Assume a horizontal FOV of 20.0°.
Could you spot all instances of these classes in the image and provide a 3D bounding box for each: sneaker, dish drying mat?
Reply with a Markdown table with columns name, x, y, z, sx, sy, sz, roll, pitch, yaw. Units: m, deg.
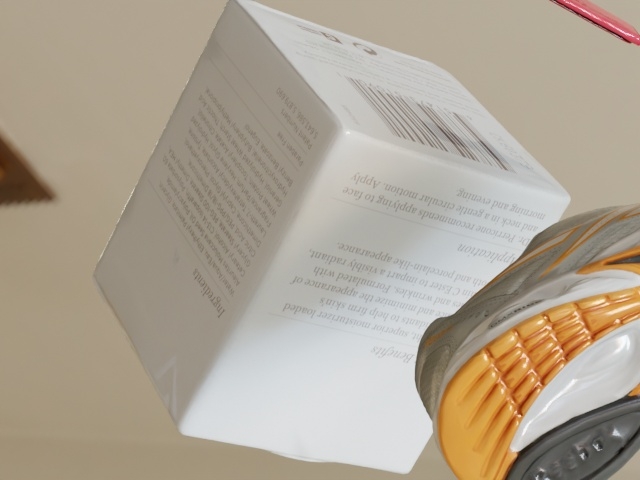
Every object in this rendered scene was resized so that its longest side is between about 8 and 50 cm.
| name | x | y | z | sx | sy | sz | roll | pitch | yaw |
| --- | --- | --- | --- | --- | --- | --- | --- | --- | --- |
| sneaker | 0.150 | 0.007 | 0.762 | 0.262 | 0.099 | 0.121 | -26 | -161 | -6 |
| dish drying mat | 0.150 | -0.138 | 1.061 | 0.008 | 0.083 | 0.032 | -57 | -158 | 22 |

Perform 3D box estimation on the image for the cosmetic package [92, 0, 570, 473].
| name | x | y | z | sx | sy | sz | roll | pitch | yaw |
| --- | --- | --- | --- | --- | --- | --- | --- | --- | --- |
| cosmetic package | 0.000 | 0.000 | 0.953 | 0.183 | 0.151 | 0.151 | -60 | -143 | 19 |
